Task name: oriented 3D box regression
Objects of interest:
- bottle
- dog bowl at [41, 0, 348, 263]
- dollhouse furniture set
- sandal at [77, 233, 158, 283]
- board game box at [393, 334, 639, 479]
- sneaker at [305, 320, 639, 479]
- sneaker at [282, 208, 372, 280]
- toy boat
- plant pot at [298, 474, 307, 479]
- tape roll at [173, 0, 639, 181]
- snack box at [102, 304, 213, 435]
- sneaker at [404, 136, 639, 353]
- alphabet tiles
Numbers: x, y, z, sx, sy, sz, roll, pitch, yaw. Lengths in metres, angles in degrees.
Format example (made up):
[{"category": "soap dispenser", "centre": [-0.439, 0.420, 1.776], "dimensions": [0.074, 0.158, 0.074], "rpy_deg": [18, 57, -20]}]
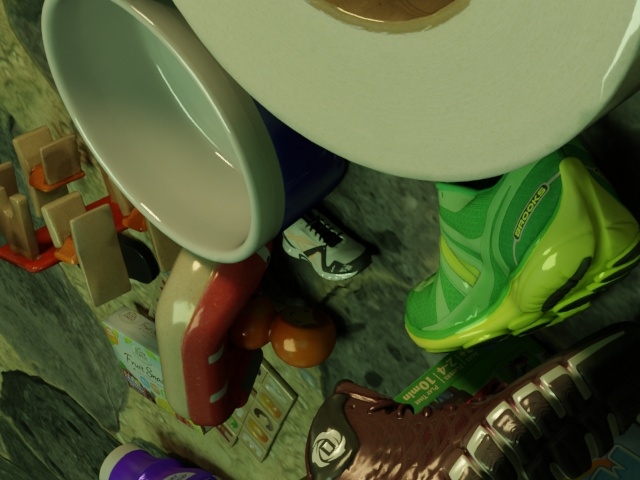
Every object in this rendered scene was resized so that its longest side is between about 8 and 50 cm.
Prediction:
[{"category": "bottle", "centre": [-0.146, 0.324, 2.097], "dimensions": [0.283, 0.118, 0.092], "rpy_deg": [30, 147, 41]}, {"category": "dog bowl", "centre": [-0.102, -0.117, 1.467], "dimensions": [0.265, 0.104, 0.265], "rpy_deg": [40, 152, 27]}, {"category": "dollhouse furniture set", "centre": [-0.278, 0.011, 1.752], "dimensions": [0.262, 0.259, 0.135], "rpy_deg": [20, 130, 51]}, {"category": "sandal", "centre": [-0.240, 0.009, 1.937], "dimensions": [0.179, 0.040, 0.067], "rpy_deg": [21, 141, 48]}, {"category": "board game box", "centre": [0.154, 0.168, 1.338], "dimensions": [0.211, 0.160, 0.039], "rpy_deg": [40, 152, 24]}, {"category": "sneaker", "centre": [0.088, 0.122, 1.269], "dimensions": [0.162, 0.281, 0.106], "rpy_deg": [42, 165, 40]}, {"category": "sneaker", "centre": [0.000, 0.000, 1.521], "dimensions": [0.109, 0.040, 0.043], "rpy_deg": [24, 140, 45]}, {"category": "toy boat", "centre": [-0.059, 0.073, 1.638], "dimensions": [0.151, 0.151, 0.231], "rpy_deg": [12, 144, 10]}, {"category": "plant pot", "centre": [0.017, 0.264, 1.782], "dimensions": [0.081, 0.083, 0.081], "rpy_deg": [3, 126, 58]}, {"category": "tape roll", "centre": [0.034, -0.220, 0.973], "dimensions": [0.392, 0.072, 0.392], "rpy_deg": [26, 132, 33]}, {"category": "snack box", "centre": [-0.170, 0.139, 1.970], "dimensions": [0.141, 0.037, 0.100], "rpy_deg": [26, 142, 44]}, {"category": "sneaker", "centre": [0.132, -0.001, 1.255], "dimensions": [0.295, 0.109, 0.123], "rpy_deg": [135, 120, -66]}, {"category": "alphabet tiles", "centre": [-0.113, 0.136, 1.925], "dimensions": [0.198, 0.009, 0.237], "rpy_deg": [47, 154, 12]}]
